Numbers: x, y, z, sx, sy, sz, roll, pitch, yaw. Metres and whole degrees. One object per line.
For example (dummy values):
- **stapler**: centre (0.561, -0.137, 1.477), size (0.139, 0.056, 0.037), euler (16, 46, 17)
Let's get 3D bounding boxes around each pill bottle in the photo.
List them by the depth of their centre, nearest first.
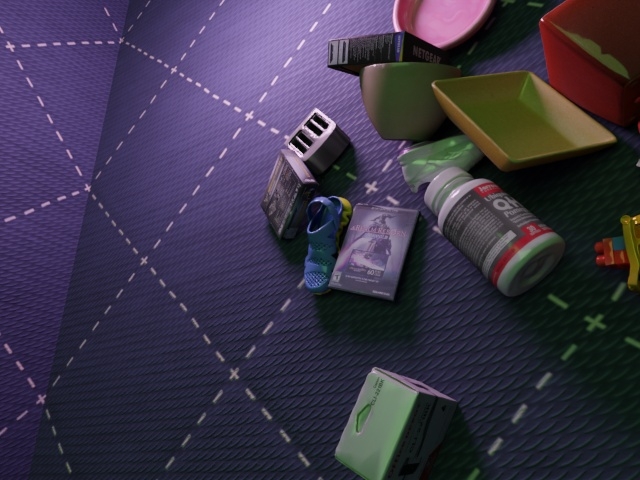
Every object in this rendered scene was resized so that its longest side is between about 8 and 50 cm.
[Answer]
- **pill bottle**: centre (0.395, -0.035, 1.126), size (0.176, 0.176, 0.318), euler (-44, 53, 9)

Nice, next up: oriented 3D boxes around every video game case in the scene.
- **video game case**: centre (0.151, 0.026, 1.322), size (0.196, 0.026, 0.274), euler (9, 68, 29)

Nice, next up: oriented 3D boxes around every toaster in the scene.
- **toaster**: centre (-0.009, -0.321, 1.562), size (0.168, 0.110, 0.185), euler (-48, 52, 7)

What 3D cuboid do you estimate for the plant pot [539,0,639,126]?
- **plant pot**: centre (0.691, -0.422, 1.056), size (0.267, 0.267, 0.235), euler (-32, 59, 18)

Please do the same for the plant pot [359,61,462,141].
- **plant pot**: centre (0.248, -0.382, 1.348), size (0.284, 0.284, 0.191), euler (10, 104, 36)

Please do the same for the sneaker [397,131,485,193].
- **sneaker**: centre (0.372, -0.216, 1.286), size (0.305, 0.114, 0.152), euler (-14, 95, 17)

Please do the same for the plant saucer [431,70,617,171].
- **plant saucer**: centre (0.479, -0.287, 1.160), size (0.333, 0.081, 0.332), euler (-13, 51, -21)

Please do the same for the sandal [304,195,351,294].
- **sandal**: centre (0.000, 0.000, 1.397), size (0.126, 0.138, 0.317), euler (-4, 69, 30)

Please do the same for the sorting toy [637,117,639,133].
- **sorting toy**: centre (0.841, -0.277, 0.916), size (0.365, 0.126, 0.127), euler (-4, 63, 23)

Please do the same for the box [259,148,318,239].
- **box**: centre (-0.106, -0.144, 1.513), size (0.183, 0.056, 0.231), euler (58, 135, 37)

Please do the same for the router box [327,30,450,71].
- **router box**: centre (0.206, -0.529, 1.390), size (0.243, 0.309, 0.081), euler (10, 103, 36)

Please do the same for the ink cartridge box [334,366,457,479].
- **ink cartridge box**: centre (0.172, 0.401, 1.015), size (0.114, 0.273, 0.197), euler (19, 81, 38)

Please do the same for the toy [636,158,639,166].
- **toy**: centre (0.810, -0.223, 1.016), size (0.137, 0.056, 0.237), euler (29, 82, 42)

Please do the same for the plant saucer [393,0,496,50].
- **plant saucer**: centre (0.391, -0.734, 1.473), size (0.332, 0.084, 0.332), euler (-7, 76, 33)

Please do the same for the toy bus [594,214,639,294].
- **toy bus**: centre (0.673, 0.045, 0.941), size (0.211, 0.149, 0.220), euler (-17, 63, 41)
